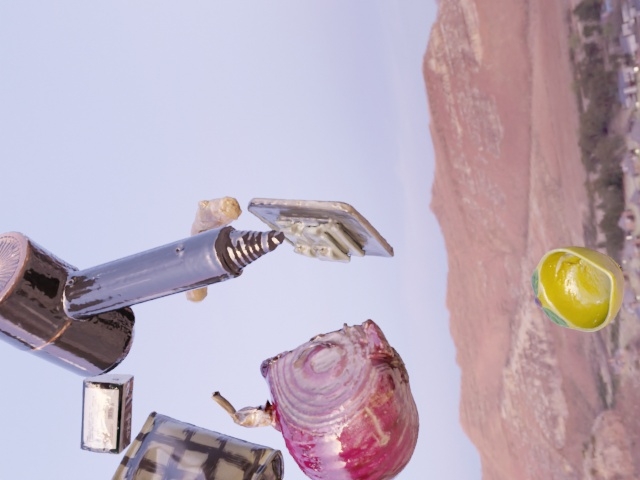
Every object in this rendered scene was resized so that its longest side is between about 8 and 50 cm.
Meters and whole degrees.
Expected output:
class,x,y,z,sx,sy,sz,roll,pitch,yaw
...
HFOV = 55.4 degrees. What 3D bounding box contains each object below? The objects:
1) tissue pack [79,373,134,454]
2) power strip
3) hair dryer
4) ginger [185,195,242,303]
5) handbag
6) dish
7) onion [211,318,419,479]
class,x,y,z,sx,sy,sz,roll,pitch,yaw
tissue pack,-0.494,0.400,1.415,0.090,0.103,0.170,-96,11,-88
power strip,0.000,0.000,1.022,0.213,0.198,0.065,38,-119,-53
hair dryer,-0.185,0.053,0.645,0.189,0.352,0.107,51,-149,-49
ginger,-0.194,0.022,1.056,0.288,0.089,0.075,114,153,-44
handbag,-0.278,0.542,1.242,0.327,0.325,0.163,-63,-22,-45
dish,0.446,0.073,1.027,0.149,0.080,0.208,66,162,8
onion,0.039,0.267,0.929,0.256,0.272,0.231,21,-147,-48
